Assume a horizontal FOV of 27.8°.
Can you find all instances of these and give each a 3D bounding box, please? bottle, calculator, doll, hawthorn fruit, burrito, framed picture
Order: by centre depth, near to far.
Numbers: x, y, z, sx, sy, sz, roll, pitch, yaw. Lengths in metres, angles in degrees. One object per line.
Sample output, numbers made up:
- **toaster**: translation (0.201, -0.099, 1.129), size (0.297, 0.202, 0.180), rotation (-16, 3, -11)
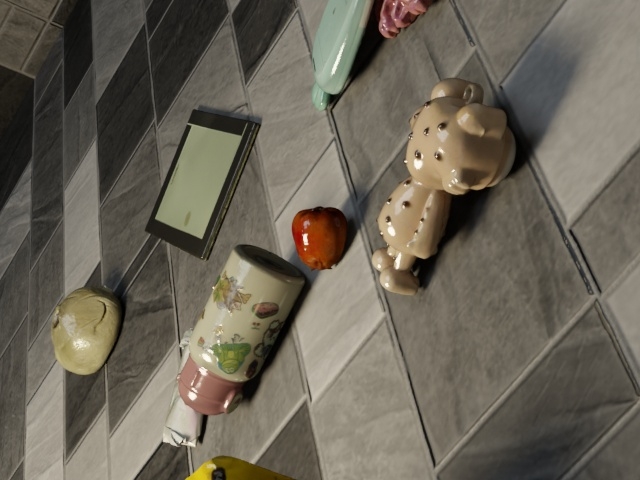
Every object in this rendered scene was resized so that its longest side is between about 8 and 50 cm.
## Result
- **doll**: translation (0.138, -0.067, 1.582), size (0.154, 0.119, 0.278), rotation (-102, 31, -50)
- **hawthorn fruit**: translation (0.000, 0.000, 1.831), size (0.081, 0.081, 0.093), rotation (-158, 60, -64)
- **bottle**: translation (-0.126, 0.140, 1.910), size (0.253, 0.120, 0.120), rotation (-64, 26, 12)
- **calculator**: translation (0.034, -0.330, 1.975), size (0.184, 0.042, 0.295), rotation (-98, 25, -57)
- **burrito**: translation (-0.208, 0.235, 2.062), size (0.064, 0.064, 0.203), rotation (-28, 49, 53)
- **framed picture**: translation (-0.225, -0.111, 2.402), size (0.347, 0.016, 0.264), rotation (19, 88, 63)

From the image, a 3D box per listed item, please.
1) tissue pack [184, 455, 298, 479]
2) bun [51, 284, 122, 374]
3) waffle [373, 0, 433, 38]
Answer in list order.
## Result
- **tissue pack**: translation (-0.039, 0.455, 1.311), size (0.228, 0.293, 0.381), rotation (-44, 35, 32)
- **bun**: translation (-0.470, 0.169, 2.543), size (0.166, 0.113, 0.173), rotation (-49, 34, 34)
- **waffle**: translation (0.144, -0.410, 1.877), size (0.234, 0.055, 0.221), rotation (-41, 35, 47)
